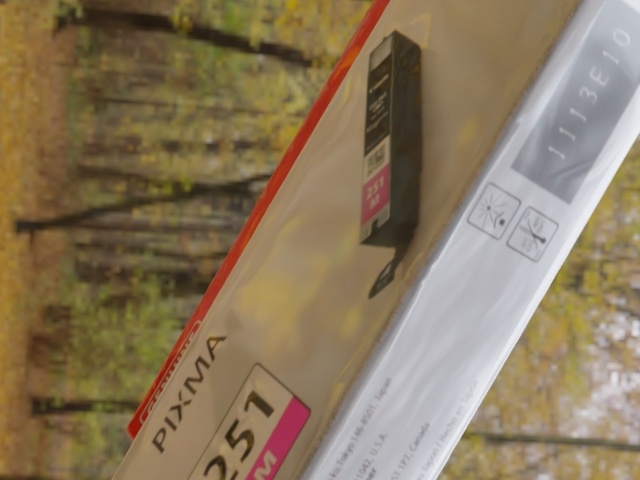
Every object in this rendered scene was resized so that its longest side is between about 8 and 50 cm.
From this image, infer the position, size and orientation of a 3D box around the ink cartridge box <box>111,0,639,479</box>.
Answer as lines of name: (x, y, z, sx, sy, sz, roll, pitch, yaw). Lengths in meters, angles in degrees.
ink cartridge box: (0.000, 0.000, 0.613, 0.275, 0.060, 0.239, -60, -150, 1)
